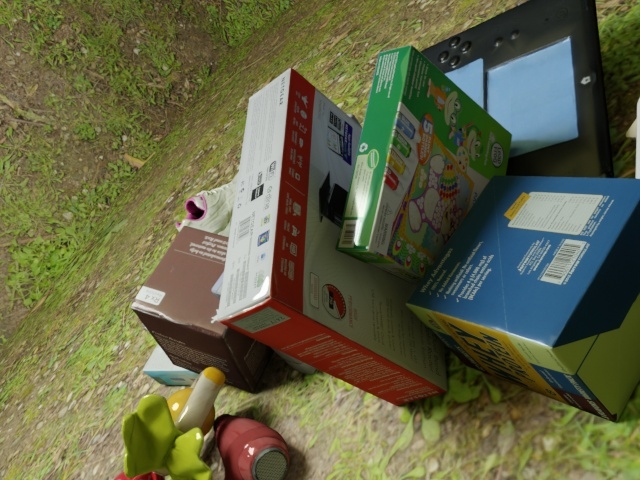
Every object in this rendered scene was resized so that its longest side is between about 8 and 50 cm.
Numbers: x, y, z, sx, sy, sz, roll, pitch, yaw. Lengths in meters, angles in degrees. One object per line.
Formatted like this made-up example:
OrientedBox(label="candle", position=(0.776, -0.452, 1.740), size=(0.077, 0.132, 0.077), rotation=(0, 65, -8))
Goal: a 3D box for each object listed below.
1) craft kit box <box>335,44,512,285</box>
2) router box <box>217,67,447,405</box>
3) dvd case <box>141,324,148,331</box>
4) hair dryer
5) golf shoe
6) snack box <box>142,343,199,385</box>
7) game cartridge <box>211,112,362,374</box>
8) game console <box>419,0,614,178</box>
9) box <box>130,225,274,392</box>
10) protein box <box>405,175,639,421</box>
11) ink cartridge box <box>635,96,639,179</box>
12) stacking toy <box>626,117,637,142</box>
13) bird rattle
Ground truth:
OrientedBox(label="craft kit box", position=(0.140, -0.067, 0.769), size=(0.061, 0.247, 0.249), rotation=(1, 74, 42))
OrientedBox(label="router box", position=(0.030, -0.002, 0.781), size=(0.082, 0.301, 0.335), rotation=(-27, 46, 34))
OrientedBox(label="dvd case", position=(-0.205, 0.127, 1.167), size=(0.221, 0.018, 0.164), rotation=(13, 55, 26))
OrientedBox(label="hair dryer", position=(-0.133, 0.344, 0.844), size=(0.224, 0.080, 0.293), rotation=(-37, 26, 20))
OrientedBox(label="golf shoe", position=(-0.253, -0.092, 1.559), size=(0.115, 0.140, 0.306), rotation=(-23, 33, 40))
OrientedBox(label="snack box", position=(-0.213, 0.140, 1.261), size=(0.187, 0.060, 0.321), rotation=(-11, 42, 44))
OrientedBox(label="game cartridge", position=(0.000, 0.000, 0.971), size=(0.068, 0.230, 0.355), rotation=(4, 54, 48))
OrientedBox(label="game console", position=(0.251, -0.178, 0.939), size=(0.342, 0.060, 0.386), rotation=(-19, 56, 43))
OrientedBox(label="box", position=(-0.166, 0.115, 1.019), size=(0.169, 0.203, 0.167), rotation=(15, 57, 19))
OrientedBox(label="protein box", position=(0.243, 0.047, 0.668), size=(0.199, 0.136, 0.201), rotation=(-53, 28, -15))
OrientedBox(label="ink cartridge box", position=(0.464, -0.221, 0.591), size=(0.308, 0.091, 0.384), rotation=(-26, 51, 60))
OrientedBox(label="stacking toy", position=(0.534, -0.208, 0.710), size=(0.279, 0.131, 0.309), rotation=(-70, 23, 8))
OrientedBox(label="bird rattle", position=(-0.206, 0.295, 0.925), size=(0.206, 0.143, 0.253), rotation=(-60, -3, -34))
